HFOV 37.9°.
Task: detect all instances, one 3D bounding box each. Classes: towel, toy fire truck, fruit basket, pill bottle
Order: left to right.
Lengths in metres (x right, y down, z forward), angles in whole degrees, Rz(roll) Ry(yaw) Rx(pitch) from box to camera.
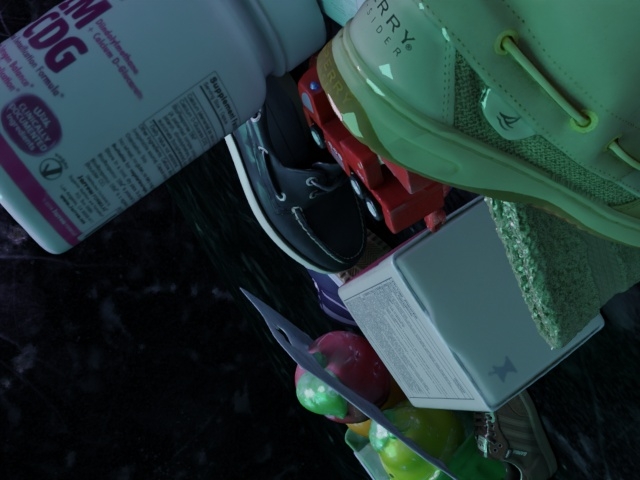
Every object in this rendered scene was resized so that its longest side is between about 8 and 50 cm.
[{"bbox_3d":[-0.146,-0.133,0.749,0.160,0.283,0.160,51,172,10],"label":"pill bottle"},{"bbox_3d":[0.056,0.209,1.167,0.353,0.165,0.327,33,-178,-22],"label":"fruit basket"},{"bbox_3d":[0.036,-0.078,0.623,0.192,0.047,0.135,55,170,37],"label":"toy fire truck"},{"bbox_3d":[0.162,-0.010,0.591,0.027,0.110,0.148,26,147,52],"label":"towel"}]

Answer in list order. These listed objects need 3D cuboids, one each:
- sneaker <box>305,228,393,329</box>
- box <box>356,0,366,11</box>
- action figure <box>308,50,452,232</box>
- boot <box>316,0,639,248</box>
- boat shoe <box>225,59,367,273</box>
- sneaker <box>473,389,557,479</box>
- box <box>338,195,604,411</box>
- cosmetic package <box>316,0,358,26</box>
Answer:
[{"bbox_3d":[0.000,0.000,1.211,0.282,0.099,0.153,49,163,17],"label":"sneaker"},{"bbox_3d":[0.098,-0.146,0.534,0.170,0.091,0.130,46,164,35],"label":"box"},{"bbox_3d":[0.098,-0.067,0.728,0.280,0.091,0.139,39,151,55],"label":"action figure"},{"bbox_3d":[0.154,-0.101,0.386,0.203,0.262,0.095,-52,41,35],"label":"boot"},{"bbox_3d":[-0.017,-0.101,1.005,0.113,0.127,0.340,-1,123,43],"label":"boat shoe"},{"bbox_3d":[0.202,0.207,1.039,0.188,0.071,0.066,60,166,-18],"label":"sneaker"},{"bbox_3d":[0.124,0.059,0.849,0.149,0.127,0.232,56,166,2],"label":"box"},{"bbox_3d":[0.009,-0.229,0.716,0.239,0.060,0.099,45,164,39],"label":"cosmetic package"}]
